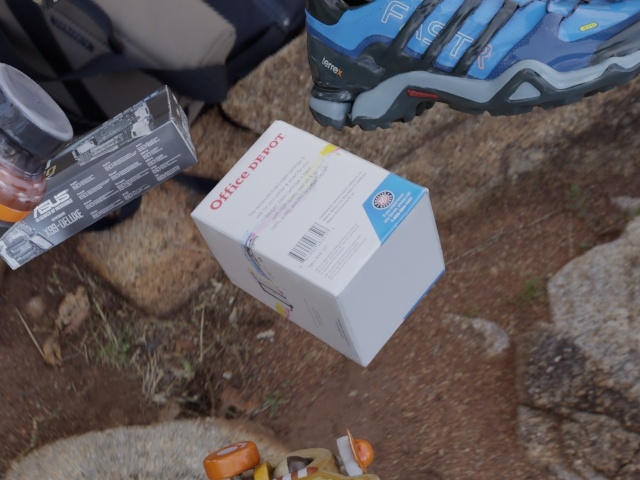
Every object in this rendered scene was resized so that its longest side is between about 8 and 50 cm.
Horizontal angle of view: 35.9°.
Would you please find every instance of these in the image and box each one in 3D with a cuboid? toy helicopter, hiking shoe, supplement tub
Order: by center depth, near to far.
[{"bbox_3d":[-0.263,-0.030,0.676,0.198,0.106,0.106,-41,82,10],"label":"supplement tub"},{"bbox_3d":[0.120,-0.164,0.741,0.304,0.113,0.132,-6,108,22],"label":"hiking shoe"},{"bbox_3d":[0.001,0.336,1.363,0.235,0.355,0.140,-18,91,-25],"label":"toy helicopter"}]

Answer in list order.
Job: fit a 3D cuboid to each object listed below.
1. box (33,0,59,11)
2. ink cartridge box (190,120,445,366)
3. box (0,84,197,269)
[{"bbox_3d":[-0.358,-0.471,1.492,0.051,0.175,0.220,41,65,7],"label":"box"},{"bbox_3d":[0.000,0.000,1.192,0.232,0.168,0.171,29,68,31],"label":"ink cartridge box"},{"bbox_3d":[-0.336,-0.101,1.466,0.307,0.242,0.076,-30,112,2],"label":"box"}]
